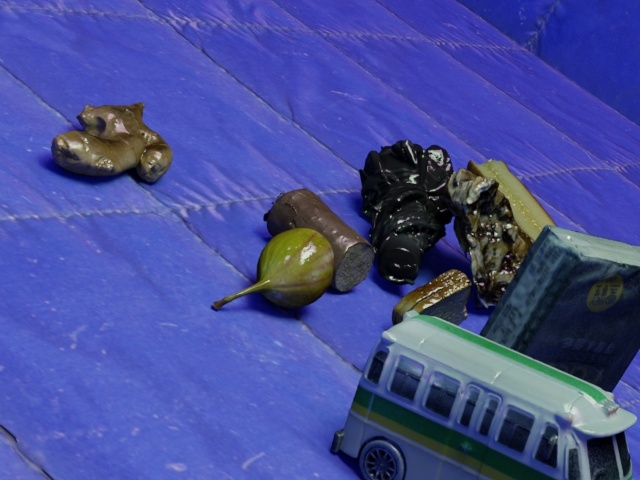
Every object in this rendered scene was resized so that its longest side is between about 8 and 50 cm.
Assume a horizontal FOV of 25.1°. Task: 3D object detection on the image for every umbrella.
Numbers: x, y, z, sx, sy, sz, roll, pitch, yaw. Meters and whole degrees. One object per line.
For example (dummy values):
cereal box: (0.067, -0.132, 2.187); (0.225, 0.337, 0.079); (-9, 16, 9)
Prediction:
umbrella: (0.109, -0.051, 1.958); (0.154, 0.128, 0.336); (33, 24, 4)

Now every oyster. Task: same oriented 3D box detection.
oyster: (0.233, -0.007, 1.952); (0.223, 0.083, 0.214); (-65, 138, -67)

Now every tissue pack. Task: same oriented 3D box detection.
tissue pack: (0.264, 0.114, 1.594); (0.185, 0.257, 0.081); (11, 26, -38)

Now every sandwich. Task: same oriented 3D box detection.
sandwich: (0.132, 0.090, 1.742); (0.105, 0.093, 0.036); (-25, 51, -25)
sandwich: (0.283, -0.026, 2.179); (0.090, 0.088, 0.244); (7, 33, -27)

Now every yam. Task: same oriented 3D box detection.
yam: (0.000, -0.002, 1.765); (0.127, 0.084, 0.084); (39, 23, 29)

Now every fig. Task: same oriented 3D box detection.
fig: (-0.046, 0.055, 1.612); (0.093, 0.093, 0.166); (32, 49, 6)

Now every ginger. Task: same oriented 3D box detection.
ginger: (-0.260, -0.121, 1.732); (0.133, 0.059, 0.214); (48, 28, 22)

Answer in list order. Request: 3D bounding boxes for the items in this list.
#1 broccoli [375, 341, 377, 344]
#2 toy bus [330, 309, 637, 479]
broccoli: (0.104, 0.135, 1.587); (0.092, 0.095, 0.097); (46, 54, 11)
toy bus: (0.166, 0.186, 1.381); (0.276, 0.164, 0.134); (22, 17, 29)
